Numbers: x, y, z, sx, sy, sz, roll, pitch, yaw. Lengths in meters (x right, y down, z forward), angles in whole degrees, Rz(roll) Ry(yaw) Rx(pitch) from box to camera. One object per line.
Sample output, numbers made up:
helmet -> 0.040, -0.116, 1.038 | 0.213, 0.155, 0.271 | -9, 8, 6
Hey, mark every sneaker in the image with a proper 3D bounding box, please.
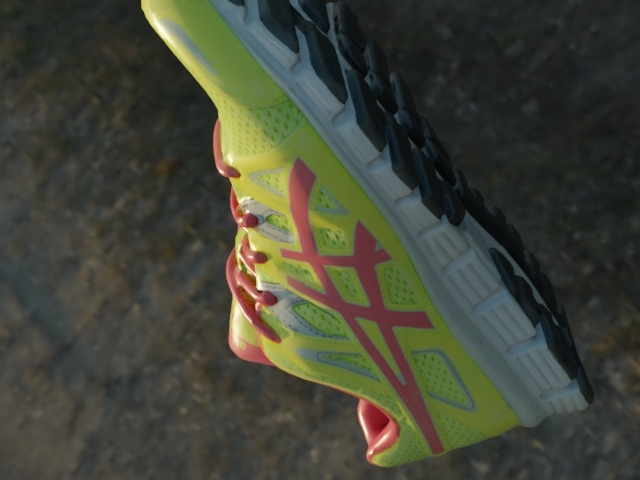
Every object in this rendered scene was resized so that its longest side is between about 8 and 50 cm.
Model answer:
sneaker -> 0.000, 0.000, 0.539 | 0.094, 0.208, 0.081 | -30, 27, 15
